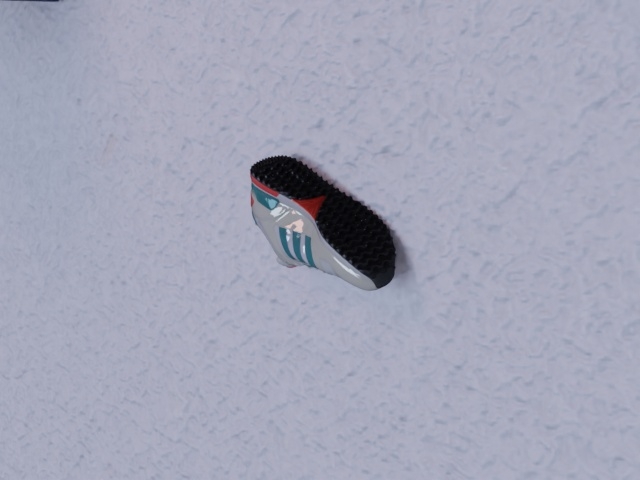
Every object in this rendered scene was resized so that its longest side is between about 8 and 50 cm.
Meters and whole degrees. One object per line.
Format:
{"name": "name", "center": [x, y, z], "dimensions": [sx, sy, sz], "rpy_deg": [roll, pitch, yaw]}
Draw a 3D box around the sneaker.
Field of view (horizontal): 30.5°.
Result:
{"name": "sneaker", "center": [0.000, 0.000, 0.959], "dimensions": [0.161, 0.057, 0.075], "rpy_deg": [40, 140, 30]}
